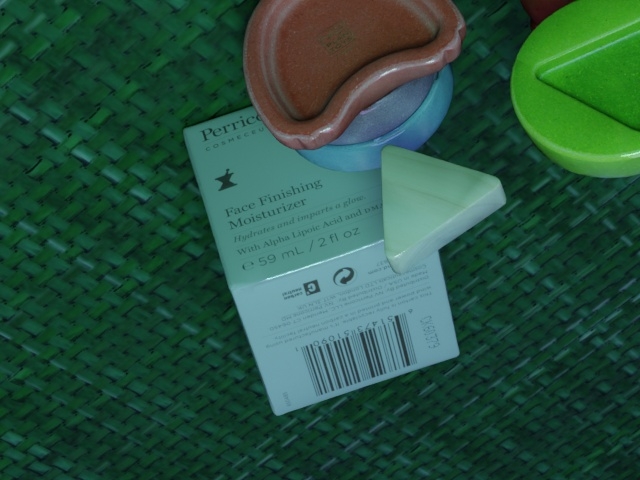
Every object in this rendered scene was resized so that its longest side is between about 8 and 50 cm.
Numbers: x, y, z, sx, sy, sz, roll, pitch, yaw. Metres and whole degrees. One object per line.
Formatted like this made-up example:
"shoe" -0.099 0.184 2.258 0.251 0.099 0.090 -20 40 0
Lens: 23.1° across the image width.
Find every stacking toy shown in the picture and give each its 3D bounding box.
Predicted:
"stacking toy" 0.121 -0.104 1.072 0.309 0.279 0.130 -26 145 3

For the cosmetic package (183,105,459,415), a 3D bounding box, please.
"cosmetic package" 0.000 0.000 1.175 0.151 0.183 0.151 -19 136 -3
